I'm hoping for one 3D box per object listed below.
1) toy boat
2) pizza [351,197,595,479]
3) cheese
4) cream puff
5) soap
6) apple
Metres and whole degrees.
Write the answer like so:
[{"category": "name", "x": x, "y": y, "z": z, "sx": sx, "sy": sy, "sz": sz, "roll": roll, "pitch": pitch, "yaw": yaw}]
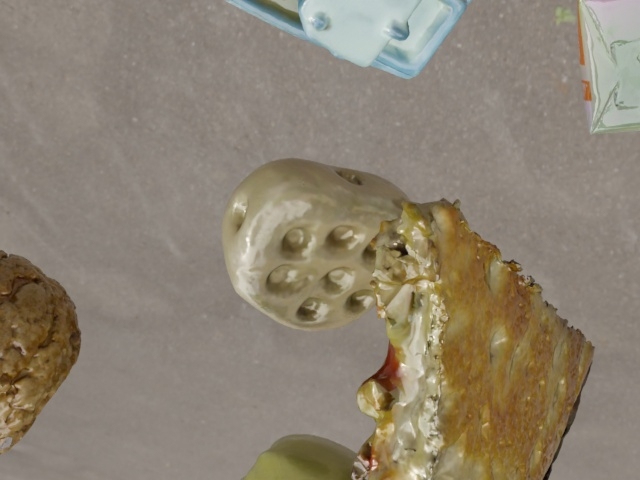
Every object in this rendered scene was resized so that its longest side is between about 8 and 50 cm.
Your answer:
[{"category": "toy boat", "x": -0.033, "y": -0.229, "z": 0.594, "sx": 0.332, "sy": 0.133, "sz": 0.145, "roll": 25, "pitch": 125, "yaw": -22}, {"category": "pizza", "x": 0.116, "y": 0.120, "z": 0.716, "sx": 0.130, "sy": 0.440, "sz": 0.406, "roll": 7, "pitch": 127, "yaw": 36}, {"category": "cheese", "x": 0.000, "y": 0.000, "z": 0.918, "sx": 0.218, "sy": 0.117, "sz": 0.235, "roll": -21, "pitch": 138, "yaw": -3}, {"category": "cream puff", "x": -0.298, "y": 0.065, "z": 0.597, "sx": 0.183, "sy": 0.183, "sz": 0.169, "roll": -7, "pitch": 138, "yaw": 32}, {"category": "soap", "x": 0.405, "y": -0.251, "z": 1.039, "sx": 0.138, "sy": 0.199, "sz": 0.182, "roll": -4, "pitch": 112, "yaw": 20}, {"category": "apple", "x": -0.007, "y": 0.334, "z": 0.988, "sx": 0.200, "sy": 0.200, "sz": 0.200, "roll": 11, "pitch": 149, "yaw": 7}]
